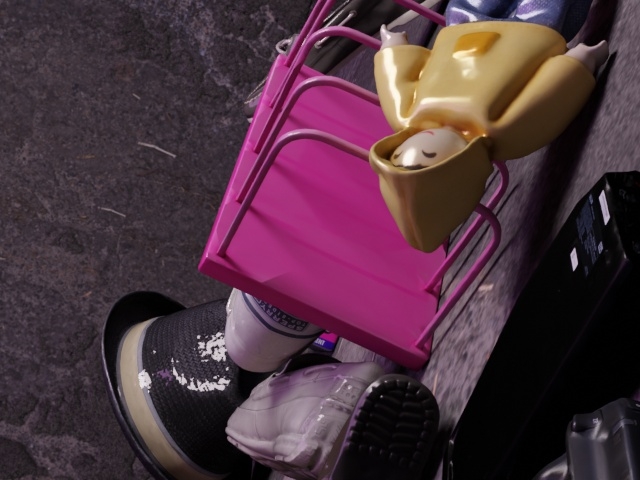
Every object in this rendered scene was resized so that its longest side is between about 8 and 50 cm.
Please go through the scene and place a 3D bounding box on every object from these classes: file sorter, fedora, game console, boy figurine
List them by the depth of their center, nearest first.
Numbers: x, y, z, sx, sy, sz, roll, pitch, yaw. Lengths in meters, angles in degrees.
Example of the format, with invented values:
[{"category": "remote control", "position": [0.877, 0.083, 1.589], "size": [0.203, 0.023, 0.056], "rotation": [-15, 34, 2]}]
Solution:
[{"category": "game console", "position": [0.116, 0.124, 0.628], "size": [0.361, 0.044, 0.213], "rotation": [-78, 11, -60]}, {"category": "boy figurine", "position": [0.109, -0.121, 0.954], "size": [0.285, 0.177, 0.092], "rotation": [-58, -35, -25]}, {"category": "file sorter", "position": [0.053, -0.084, 1.122], "size": [0.182, 0.202, 0.291], "rotation": [-57, 12, 42]}, {"category": "fedora", "position": [-0.133, 0.175, 1.693], "size": [0.152, 0.334, 0.334], "rotation": [-32, 20, 18]}]

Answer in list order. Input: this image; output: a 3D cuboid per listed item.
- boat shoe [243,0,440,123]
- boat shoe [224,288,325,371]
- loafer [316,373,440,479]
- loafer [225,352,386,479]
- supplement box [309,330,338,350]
[{"category": "boat shoe", "position": [0.019, -0.286, 1.792], "size": [0.335, 0.095, 0.112], "rotation": [-35, 14, -2]}, {"category": "boat shoe", "position": [0.007, 0.006, 1.273], "size": [0.156, 0.135, 0.367], "rotation": [-54, 4, 39]}, {"category": "loafer", "position": [0.026, 0.202, 0.967], "size": [0.220, 0.080, 0.078], "rotation": [-62, -3, -1]}, {"category": "loafer", "position": [-0.007, 0.161, 1.209], "size": [0.111, 0.112, 0.319], "rotation": [-64, 14, -13]}, {"category": "supplement box", "position": [-0.004, 0.012, 1.598], "size": [0.114, 0.111, 0.220], "rotation": [154, 138, -79]}]
